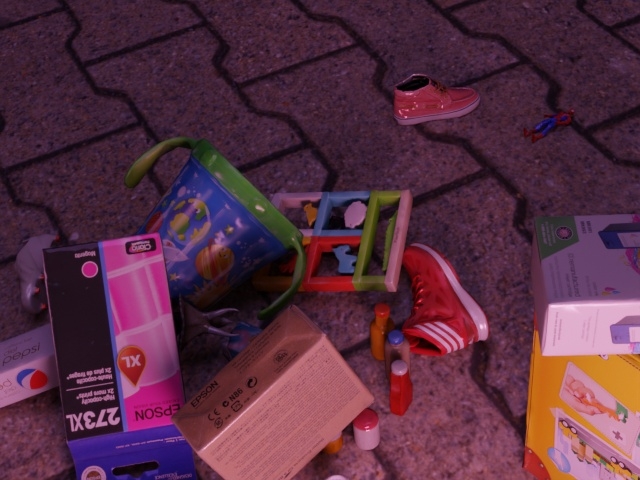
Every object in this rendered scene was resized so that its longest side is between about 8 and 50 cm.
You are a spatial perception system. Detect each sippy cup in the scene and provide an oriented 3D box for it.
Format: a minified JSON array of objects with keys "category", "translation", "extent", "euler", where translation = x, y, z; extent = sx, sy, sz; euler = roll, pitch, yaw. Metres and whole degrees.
[{"category":"sippy cup","translation":[-0.184,-0.008,1.937],"extent":[0.224,0.240,0.305],"euler":[-46,42,-1]}]

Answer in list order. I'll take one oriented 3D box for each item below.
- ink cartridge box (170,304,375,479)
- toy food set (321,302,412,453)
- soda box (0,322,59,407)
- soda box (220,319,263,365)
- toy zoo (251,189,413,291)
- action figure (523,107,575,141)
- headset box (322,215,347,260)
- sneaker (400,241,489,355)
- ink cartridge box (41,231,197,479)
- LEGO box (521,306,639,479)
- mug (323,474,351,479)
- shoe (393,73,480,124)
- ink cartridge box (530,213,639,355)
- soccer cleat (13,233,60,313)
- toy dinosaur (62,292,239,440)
[{"category":"ink cartridge box","translation":[-0.063,0.234,1.657],"extent":[0.234,0.193,0.088],"euler":[-42,49,-8]},{"category":"toy food set","translation":[0.074,0.210,1.777],"extent":[0.111,0.105,0.232],"euler":[20,49,25]},{"category":"soda box","translation":[-0.468,0.198,1.831],"extent":[0.216,0.069,0.074],"euler":[-21,41,12]},{"category":"soda box","translation":[-0.064,0.194,1.839],"extent":[0.183,0.063,0.058],"euler":[22,52,27]},{"category":"toy zoo","translation":[0.000,0.000,2.013],"extent":[0.293,0.030,0.192],"euler":[-1,54,20]},{"category":"action figure","translation":[0.439,-0.224,2.254],"extent":[0.115,0.030,0.038],"euler":[-27,42,-23]},{"category":"headset box","translation":[0.030,0.000,2.057],"extent":[0.062,0.032,0.083],"euler":[16,46,22]},{"category":"sneaker","translation":[0.161,0.095,1.905],"extent":[0.128,0.087,0.221],"euler":[-23,45,-19]},{"category":"ink cartridge box","translation":[-0.292,0.181,1.730],"extent":[0.175,0.069,0.371],"euler":[-9,82,-6]},{"category":"LEGO box","translation":[0.501,0.269,1.475],"extent":[0.193,0.373,0.500],"euler":[-33,50,-26]},{"category":"mug","translation":[0.026,0.364,1.650],"extent":[0.062,0.064,0.078],"euler":[-9,44,-5]},{"category":"shoe","translation":[0.225,-0.281,2.297],"extent":[0.178,0.081,0.063],"euler":[-13,44,-8]},{"category":"ink cartridge box","translation":[0.359,0.049,1.385],"extent":[0.212,0.093,0.154],"euler":[0,43,3]},{"category":"soccer cleat","translation":[-0.491,0.060,2.033],"extent":[0.076,0.068,0.196],"euler":[-7,36,6]},{"category":"toy dinosaur","translation":[-0.289,0.174,1.821],"extent":[0.313,0.121,0.160],"euler":[-41,21,-27]}]
